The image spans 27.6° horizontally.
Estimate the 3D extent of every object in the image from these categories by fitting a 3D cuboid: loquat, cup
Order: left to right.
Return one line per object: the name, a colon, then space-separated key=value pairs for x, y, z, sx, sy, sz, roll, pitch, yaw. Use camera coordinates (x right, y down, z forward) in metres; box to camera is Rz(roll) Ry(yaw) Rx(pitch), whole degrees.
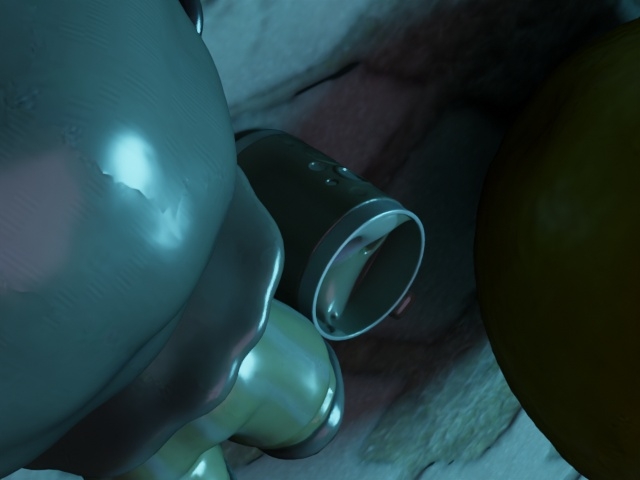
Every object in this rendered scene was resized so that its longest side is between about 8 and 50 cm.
cup: x=0.002 y=-0.007 z=0.665 sx=0.102 sy=0.099 sz=0.074 roll=-1 pitch=120 yaw=-48
loquat: x=0.251 y=0.007 z=0.772 sx=0.328 sy=0.328 sz=0.328 roll=-28 pitch=137 yaw=-30

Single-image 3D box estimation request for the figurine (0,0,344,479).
figurine: x=-0.113 y=0.011 z=0.455 sx=0.248 sy=0.203 sz=0.380 roll=-30 pitch=144 yaw=9
